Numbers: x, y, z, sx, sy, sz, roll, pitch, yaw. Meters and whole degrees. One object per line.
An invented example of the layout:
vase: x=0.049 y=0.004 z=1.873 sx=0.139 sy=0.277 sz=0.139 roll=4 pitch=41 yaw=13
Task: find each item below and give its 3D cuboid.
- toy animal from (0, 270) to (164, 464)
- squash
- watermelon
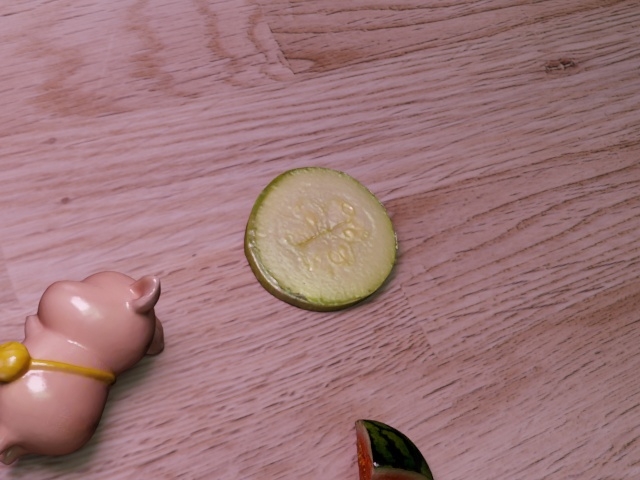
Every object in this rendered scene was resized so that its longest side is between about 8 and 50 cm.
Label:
toy animal: x=-0.288 y=0.140 z=0.945 sx=0.149 sy=0.165 sz=0.248 roll=38 pitch=65 yaw=0
squash: x=0.001 y=-0.003 z=1.173 sx=0.219 sy=0.041 sz=0.219 roll=7 pitch=61 yaw=-12
watermelon: x=0.088 y=0.290 z=1.028 sx=0.135 sy=0.125 sz=0.094 roll=39 pitch=88 yaw=-14
